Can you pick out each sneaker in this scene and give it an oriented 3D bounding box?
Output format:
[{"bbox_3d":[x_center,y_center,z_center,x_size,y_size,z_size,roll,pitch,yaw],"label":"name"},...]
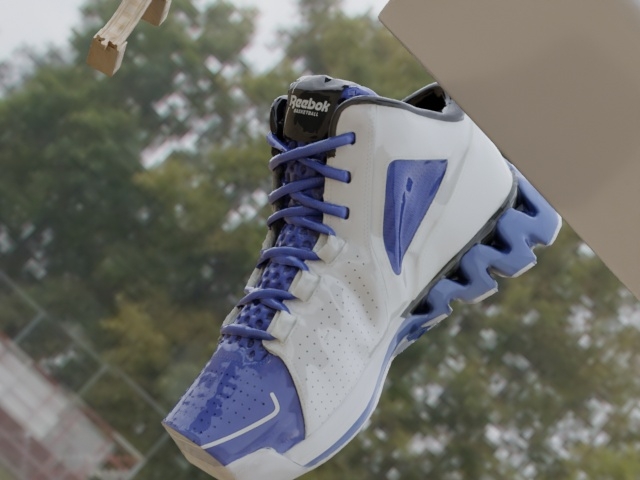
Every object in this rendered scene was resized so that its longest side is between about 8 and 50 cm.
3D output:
[{"bbox_3d":[0.001,-0.001,1.001,0.127,0.315,0.182,9,-44,57],"label":"sneaker"}]

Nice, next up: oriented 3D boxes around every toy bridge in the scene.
[{"bbox_3d":[-0.134,-0.206,1.270,0.026,0.188,0.063,28,-46,3],"label":"toy bridge"}]

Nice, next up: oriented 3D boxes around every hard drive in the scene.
[{"bbox_3d":[0.168,-0.025,0.705,0.318,0.040,0.210,47,-14,-1],"label":"hard drive"}]
